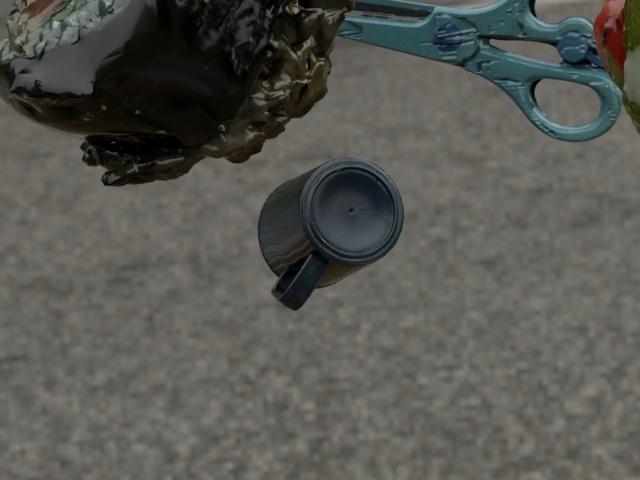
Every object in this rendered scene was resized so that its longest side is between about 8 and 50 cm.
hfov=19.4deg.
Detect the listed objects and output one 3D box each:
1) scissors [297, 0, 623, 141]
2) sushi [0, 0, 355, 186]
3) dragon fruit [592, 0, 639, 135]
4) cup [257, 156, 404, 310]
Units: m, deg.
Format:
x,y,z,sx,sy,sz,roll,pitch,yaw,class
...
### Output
x,y,z,sx,sy,sz,roll,pitch,yaw,class
0.143,-0.209,1.866,0.393,0.180,0.032,13,18,13,scissors
-0.105,-0.133,1.371,0.238,0.219,0.225,15,65,47,sushi
0.307,-0.138,1.231,0.237,0.303,0.231,-33,27,35,dragon fruit
0.010,-0.001,1.833,0.113,0.150,0.138,4,-10,-17,cup
